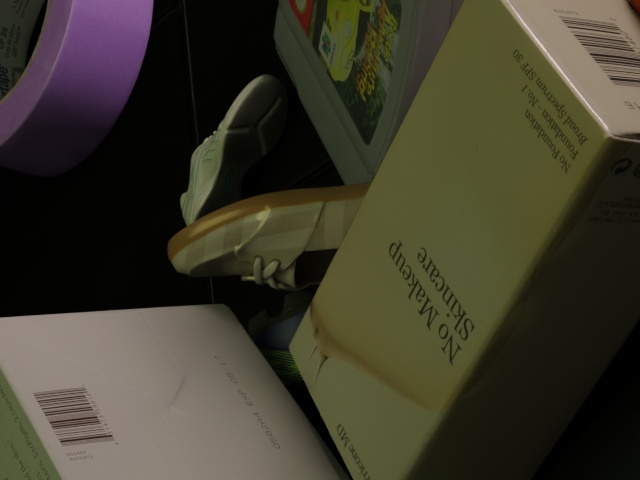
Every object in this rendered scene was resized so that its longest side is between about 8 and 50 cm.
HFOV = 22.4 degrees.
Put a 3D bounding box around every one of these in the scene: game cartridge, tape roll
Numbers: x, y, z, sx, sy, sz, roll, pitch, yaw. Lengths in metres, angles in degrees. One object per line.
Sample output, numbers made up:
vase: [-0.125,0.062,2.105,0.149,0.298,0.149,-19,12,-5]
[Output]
game cartridge: [0.037,-0.166,1.108,0.196,0.060,0.294,59,155,31]
tape roll: [-0.278,-0.204,1.586,0.275,0.090,0.274,-19,65,46]

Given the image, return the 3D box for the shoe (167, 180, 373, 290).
shoe: [0.000,0.000,1.126,0.219,0.076,0.058,-12,69,6]

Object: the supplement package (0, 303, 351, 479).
supplement package: [-0.141,0.209,1.086,0.199,0.198,0.262,52,130,38]

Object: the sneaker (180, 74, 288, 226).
sneaker: [-0.078,-0.073,1.332,0.152,0.054,0.061,-62,38,16]

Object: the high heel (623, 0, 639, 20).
high heel: [0.318,-0.140,0.886,0.377,0.181,0.127,11,123,65]

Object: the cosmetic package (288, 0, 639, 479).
cosmetic package: [0.107,0.010,0.984,0.160,0.113,0.309,60,135,40]

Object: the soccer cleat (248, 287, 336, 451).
soccer cleat: [-0.063,0.149,1.208,0.289,0.093,0.121,-40,50,34]
